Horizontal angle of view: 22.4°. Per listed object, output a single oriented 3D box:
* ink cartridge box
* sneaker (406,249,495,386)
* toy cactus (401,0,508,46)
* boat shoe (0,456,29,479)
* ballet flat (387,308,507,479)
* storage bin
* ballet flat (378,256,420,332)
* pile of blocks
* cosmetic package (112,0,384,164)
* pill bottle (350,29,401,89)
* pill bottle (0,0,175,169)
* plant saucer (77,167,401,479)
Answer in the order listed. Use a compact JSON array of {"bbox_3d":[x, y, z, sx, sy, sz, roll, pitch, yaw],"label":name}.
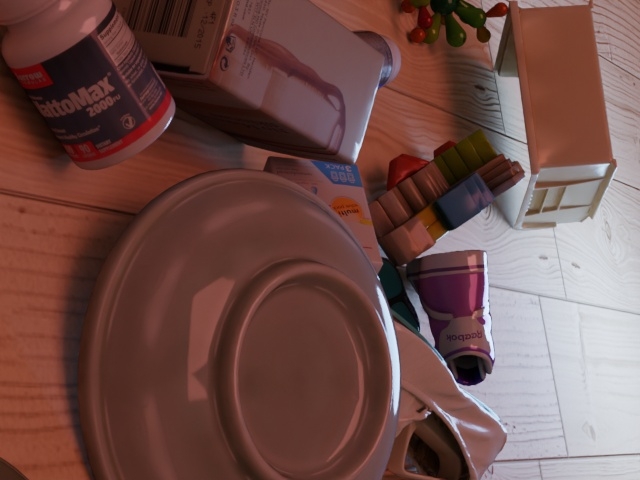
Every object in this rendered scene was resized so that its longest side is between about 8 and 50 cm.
[{"bbox_3d":[0.000,0.000,1.687,0.104,0.061,0.181,4,48,-20],"label":"ink cartridge box"},{"bbox_3d":[0.160,0.095,1.956,0.282,0.102,0.161,5,77,-84],"label":"sneaker"},{"bbox_3d":[0.169,-0.360,2.267,0.219,0.112,0.180,-10,76,-54],"label":"toy cactus"},{"bbox_3d":[-0.267,0.191,1.185,0.228,0.068,0.081,48,2,-45],"label":"boat shoe"},{"bbox_3d":[0.094,0.189,1.822,0.400,0.139,0.139,45,40,-46],"label":"ballet flat"},{"bbox_3d":[0.335,-0.178,2.353,0.260,0.123,0.262,90,-6,-72],"label":"storage bin"},{"bbox_3d":[0.086,0.067,1.955,0.114,0.041,0.041,65,29,-19],"label":"ballet flat"},{"bbox_3d":[0.156,-0.078,2.030,0.113,0.149,0.362,57,27,-2],"label":"pile of blocks"},{"bbox_3d":[-0.076,-0.181,1.600,0.296,0.153,0.129,24,79,-58],"label":"cosmetic package"},{"bbox_3d":[0.042,-0.216,1.957,0.137,0.078,0.078,-18,93,-62],"label":"pill bottle"},{"bbox_3d":[-0.215,-0.161,1.411,0.180,0.108,0.108,58,31,-29],"label":"pill bottle"},{"bbox_3d":[-0.038,0.128,1.487,0.400,0.100,0.400,7,81,-45],"label":"plant saucer"}]
